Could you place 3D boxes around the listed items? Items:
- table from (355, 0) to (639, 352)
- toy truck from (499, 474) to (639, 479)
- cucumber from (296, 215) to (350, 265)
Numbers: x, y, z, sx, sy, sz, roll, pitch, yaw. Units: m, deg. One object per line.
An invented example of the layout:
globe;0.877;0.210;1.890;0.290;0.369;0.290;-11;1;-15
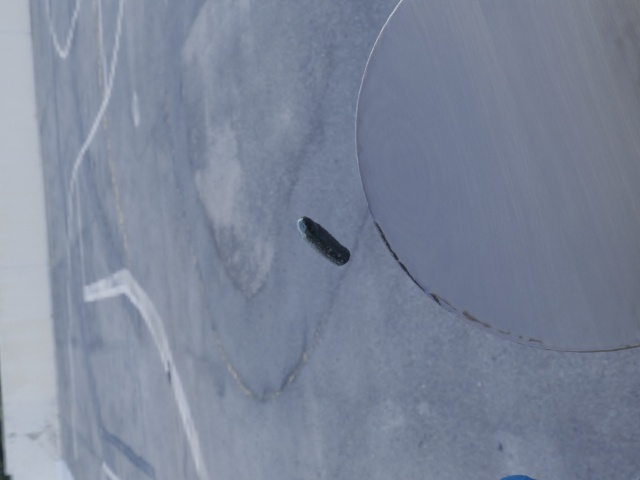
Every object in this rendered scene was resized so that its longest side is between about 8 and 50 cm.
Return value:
table;0.105;-0.036;0.405;0.227;0.167;0.167;27;-123;-85
toy truck;0.255;0.269;0.443;0.368;0.175;0.146;20;127;29
cucumber;0.000;0.000;1.032;0.133;0.032;0.032;40;-149;-58
